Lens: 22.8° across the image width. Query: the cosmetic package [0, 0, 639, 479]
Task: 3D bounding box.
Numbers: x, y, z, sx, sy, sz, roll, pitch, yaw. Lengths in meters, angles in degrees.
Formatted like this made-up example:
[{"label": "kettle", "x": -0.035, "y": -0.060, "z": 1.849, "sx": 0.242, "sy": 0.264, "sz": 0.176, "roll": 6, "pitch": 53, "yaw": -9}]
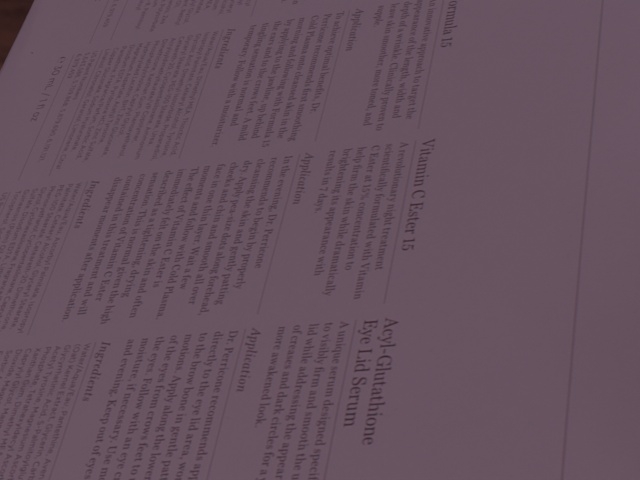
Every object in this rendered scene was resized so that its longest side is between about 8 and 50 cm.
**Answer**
[{"label": "cosmetic package", "x": 0.000, "y": 0.000, "z": 0.580, "sx": 0.284, "sy": 0.097, "sz": 0.377, "roll": -7, "pitch": 43, "yaw": 22}]
